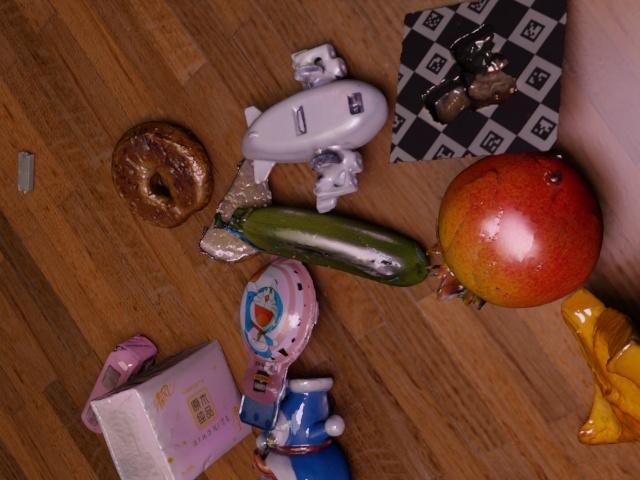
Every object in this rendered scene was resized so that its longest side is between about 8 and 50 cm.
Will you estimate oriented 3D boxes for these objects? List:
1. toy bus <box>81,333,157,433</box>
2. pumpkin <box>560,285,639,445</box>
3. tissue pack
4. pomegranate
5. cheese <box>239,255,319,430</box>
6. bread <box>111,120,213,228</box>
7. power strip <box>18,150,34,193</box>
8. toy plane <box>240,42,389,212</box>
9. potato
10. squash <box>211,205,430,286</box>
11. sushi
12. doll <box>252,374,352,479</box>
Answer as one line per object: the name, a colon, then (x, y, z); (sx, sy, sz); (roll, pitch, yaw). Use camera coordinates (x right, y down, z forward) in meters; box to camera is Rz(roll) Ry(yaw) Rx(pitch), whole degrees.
toy bus: (-0.369, 0.264, 1.508); (0.063, 0.090, 0.203); (36, 118, 13)
pumpkin: (0.371, 0.185, 1.009); (0.095, 0.290, 0.258); (-28, 100, -3)
tissue pack: (-0.238, 0.295, 1.372); (0.124, 0.225, 0.184); (-21, 94, 31)
pomegranate: (0.243, -0.006, 1.052); (0.210, 0.210, 0.235); (46, 113, 9)
cheese: (-0.075, 0.150, 1.292); (0.189, 0.074, 0.285); (5, 82, 50)
bread: (-0.263, -0.111, 1.366); (0.193, 0.064, 0.193); (9, 113, 21)
power strip: (-0.545, -0.126, 1.529); (0.027, 0.017, 0.083); (17, 111, 23)
toy plane: (-0.011, -0.162, 1.196); (0.245, 0.117, 0.244); (-3, 84, 28)
potato: (-0.116, -0.039, 1.312); (0.101, 0.089, 0.172); (24, 85, 2)
squash: (0.001, -0.001, 1.218); (0.332, 0.087, 0.087); (14, 110, 10)
sushi: (0.210, -0.205, 1.076); (0.231, 0.047, 0.219); (-1, 76, 35)
doll: (-0.033, 0.338, 1.320); (0.215, 0.161, 0.256); (-10, 88, 57)
